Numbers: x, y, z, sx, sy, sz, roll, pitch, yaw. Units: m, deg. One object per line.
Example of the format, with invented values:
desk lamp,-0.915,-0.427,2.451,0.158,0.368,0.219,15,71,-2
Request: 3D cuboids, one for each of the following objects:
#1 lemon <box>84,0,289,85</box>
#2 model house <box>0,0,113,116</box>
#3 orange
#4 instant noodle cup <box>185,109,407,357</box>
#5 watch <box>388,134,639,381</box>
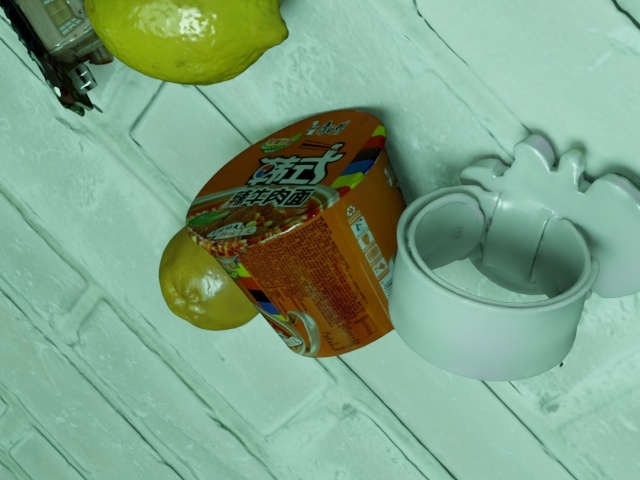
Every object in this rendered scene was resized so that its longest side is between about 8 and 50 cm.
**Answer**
lemon,-0.151,-0.262,1.210,0.256,0.188,0.188,18,131,17
model house,-0.312,-0.317,1.361,0.294,0.154,0.207,59,180,-2
orange,-0.143,0.050,1.482,0.159,0.136,0.159,18,130,23
instant noodle cup,0.000,0.000,1.264,0.250,0.250,0.192,-4,126,40
watch,0.200,0.024,1.121,0.244,0.231,0.196,26,132,25
